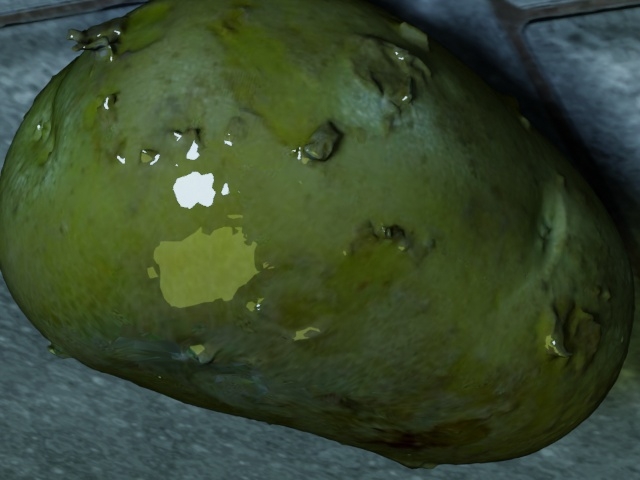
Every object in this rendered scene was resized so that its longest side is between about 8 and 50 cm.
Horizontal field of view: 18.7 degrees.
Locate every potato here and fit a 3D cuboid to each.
[{"bbox_3d":[0.013,-0.003,1.038,0.359,0.219,0.270,20,156,-16],"label":"potato"}]
